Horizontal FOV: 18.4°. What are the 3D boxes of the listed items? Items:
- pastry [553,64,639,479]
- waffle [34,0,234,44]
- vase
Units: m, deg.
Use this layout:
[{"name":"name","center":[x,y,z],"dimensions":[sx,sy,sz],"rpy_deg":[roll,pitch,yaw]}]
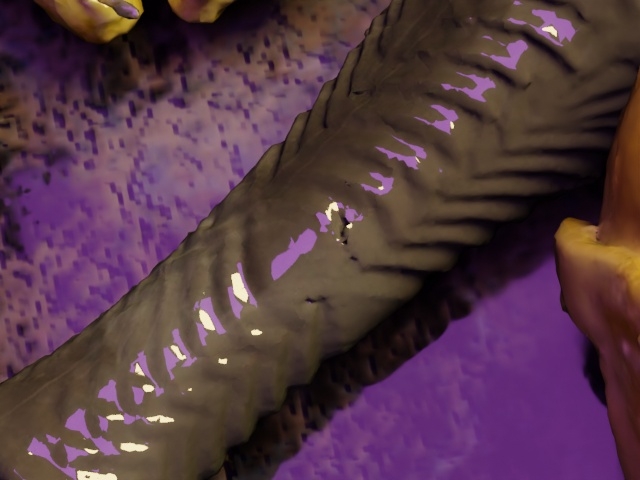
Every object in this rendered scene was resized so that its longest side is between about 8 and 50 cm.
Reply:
[{"name":"pastry","center":[0.225,0.015,0.501],"dimensions":[0.315,0.184,0.285],"rpy_deg":[-16,100,6]},{"name":"waffle","center":[-0.091,-0.197,0.687],"dimensions":[0.262,0.060,0.281],"rpy_deg":[-14,77,9]},{"name":"vase","center":[0.000,0.000,0.617],"dimensions":[0.237,0.115,0.115],"rpy_deg":[-42,76,3]}]
